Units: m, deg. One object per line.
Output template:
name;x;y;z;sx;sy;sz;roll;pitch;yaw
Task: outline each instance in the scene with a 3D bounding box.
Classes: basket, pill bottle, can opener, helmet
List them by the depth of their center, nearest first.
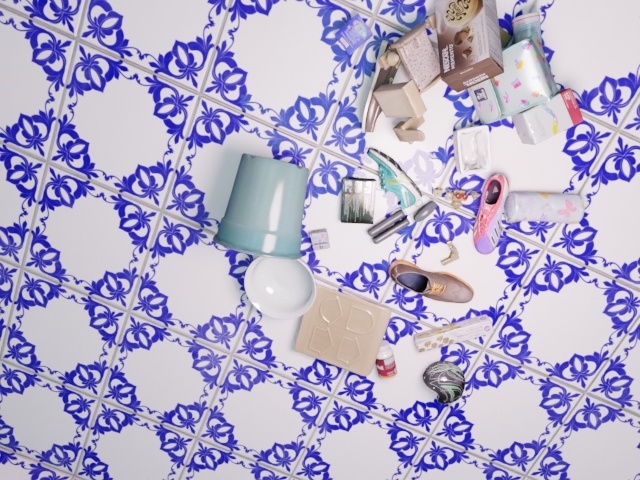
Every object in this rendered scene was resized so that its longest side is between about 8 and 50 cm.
pill bottle;0.721;-0.697;1.469;0.087;0.087;0.160;-11;105;6
basket;0.559;-0.336;1.569;0.113;0.103;0.167;-8;104;6
can opener;0.321;-0.080;1.656;0.283;0.095;0.076;-32;100;4
helmet;0.526;0.592;1.795;0.169;0.169;0.162;-20;119;9
pill bottle;0.278;0.514;1.827;0.086;0.086;0.152;-12;103;7

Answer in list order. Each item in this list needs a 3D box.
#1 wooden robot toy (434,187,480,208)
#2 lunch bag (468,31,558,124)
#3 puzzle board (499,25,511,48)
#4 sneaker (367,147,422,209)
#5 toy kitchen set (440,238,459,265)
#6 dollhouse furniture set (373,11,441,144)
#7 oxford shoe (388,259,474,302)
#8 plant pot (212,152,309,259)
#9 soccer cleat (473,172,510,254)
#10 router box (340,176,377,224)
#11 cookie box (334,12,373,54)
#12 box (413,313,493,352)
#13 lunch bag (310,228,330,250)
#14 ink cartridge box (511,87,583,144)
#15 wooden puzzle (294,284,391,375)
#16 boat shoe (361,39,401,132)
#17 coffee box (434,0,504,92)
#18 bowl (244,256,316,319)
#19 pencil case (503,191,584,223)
wooden robot toy;0.527;-0.156;1.641;0.173;0.076;0.079;5;116;2
lunch bag;0.638;-0.545;1.460;0.262;0.160;0.223;-14;111;45
puzzle board;0.604;-0.704;1.514;0.096;0.011;0.128;35;105;-7
sneaker;0.269;-0.236;1.614;0.110;0.107;0.275;-39;96;21
toy kitchen set;0.511;0.053;1.696;0.075;0.068;0.083;-28;101;10
dollhouse furniture set;0.379;-0.556;1.442;0.355;0.174;0.303;-43;120;-12
oxford shoe;0.452;0.190;1.703;0.363;0.133;0.130;16;105;-1
plant pot;-0.198;-0.133;1.570;0.341;0.341;0.334;13;98;0
soccer cleat;0.640;-0.098;1.607;0.108;0.116;0.318;18;106;33
router box;0.150;-0.156;1.672;0.133;0.046;0.179;4;105;2
cookie box;0.119;-0.739;1.518;0.107;0.040;0.092;-37;100;12
box;0.559;0.394;1.789;0.323;0.067;0.063;-18;104;9
lunch bag;0.000;0.000;1.722;0.071;0.053;0.083;-7;114;7
ink cartridge box;0.803;-0.440;1.513;0.176;0.128;0.127;-28;102;10
wooden puzzle;0.092;0.375;1.792;0.347;0.080;0.322;17;105;5
boat shoe;0.226;-0.545;1.529;0.096;0.116;0.325;15;100;3
coffee box;0.484;-0.669;1.383;0.168;0.118;0.297;-11;75;44
bowl;-0.148;0.162;1.721;0.297;0.134;0.298;4;111;11
pencil case;0.845;-0.121;1.606;0.273;0.113;0.124;1;111;3
